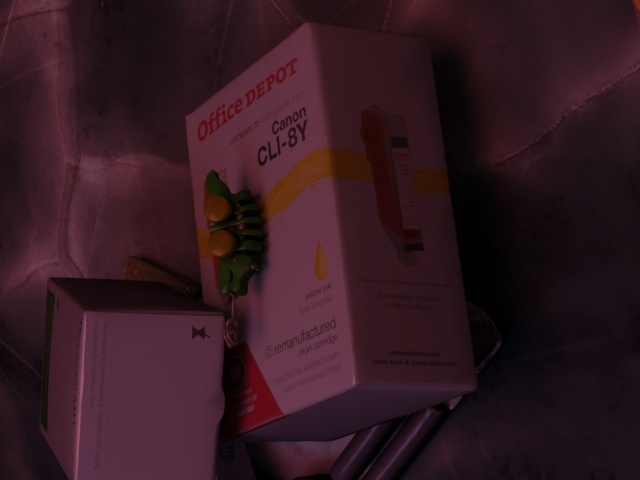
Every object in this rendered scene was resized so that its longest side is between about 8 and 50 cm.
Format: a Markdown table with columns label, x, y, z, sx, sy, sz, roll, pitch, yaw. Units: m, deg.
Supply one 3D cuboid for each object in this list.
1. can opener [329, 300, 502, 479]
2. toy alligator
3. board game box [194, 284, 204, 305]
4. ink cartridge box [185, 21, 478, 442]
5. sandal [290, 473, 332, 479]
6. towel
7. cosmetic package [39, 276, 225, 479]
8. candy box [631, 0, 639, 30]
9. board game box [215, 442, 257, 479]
| label | x | y | z | sx | sy | sz | roll | pitch | yaw |
| --- | --- | --- | --- | --- | --- | --- | --- | --- | --- |
| can opener | 0.096 | 0.178 | 1.790 | 0.074 | 0.093 | 0.280 | 44 | 120 | 19 |
| toy alligator | -0.081 | 0.014 | 1.686 | 0.051 | 0.056 | 0.189 | -13 | 71 | 14 |
| board game box | -0.081 | 0.040 | 1.995 | 0.126 | 0.026 | 0.186 | 41 | 119 | 34 |
| ink cartridge box | 0.000 | 0.000 | 1.755 | 0.279 | 0.160 | 0.384 | -29 | 62 | 52 |
| sandal | -0.033 | 0.494 | 1.918 | 0.167 | 0.107 | 0.446 | 5 | 96 | 44 |
| towel | -0.209 | 0.085 | 2.121 | 0.148 | 0.027 | 0.110 | 20 | 105 | 42 |
| cosmetic package | -0.215 | 0.152 | 1.838 | 0.365 | 0.155 | 0.197 | -170 | 83 | -76 |
| candy box | 0.382 | -0.143 | 1.340 | 0.087 | 0.316 | 0.183 | -22 | 77 | 42 |
| board game box | -0.186 | 0.364 | 2.036 | 0.318 | 0.066 | 0.318 | -52 | 44 | 32 |
